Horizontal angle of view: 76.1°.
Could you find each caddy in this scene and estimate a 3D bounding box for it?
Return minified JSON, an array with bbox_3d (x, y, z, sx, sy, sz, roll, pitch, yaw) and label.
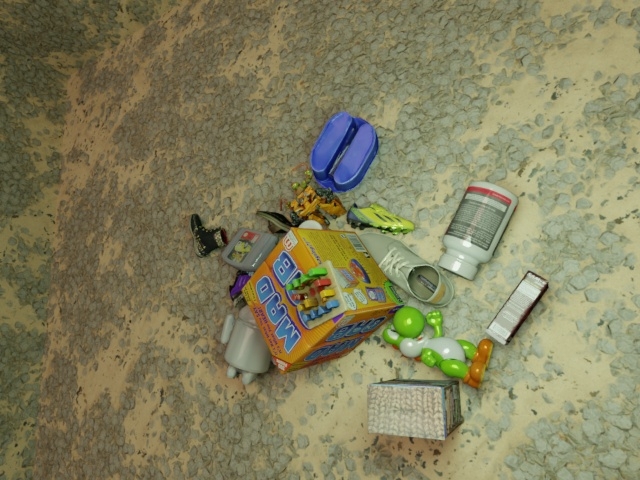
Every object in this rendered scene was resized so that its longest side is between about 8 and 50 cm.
[{"bbox_3d":[0.102,-0.372,1.740,0.241,0.179,0.342,30,93,7],"label":"caddy"}]

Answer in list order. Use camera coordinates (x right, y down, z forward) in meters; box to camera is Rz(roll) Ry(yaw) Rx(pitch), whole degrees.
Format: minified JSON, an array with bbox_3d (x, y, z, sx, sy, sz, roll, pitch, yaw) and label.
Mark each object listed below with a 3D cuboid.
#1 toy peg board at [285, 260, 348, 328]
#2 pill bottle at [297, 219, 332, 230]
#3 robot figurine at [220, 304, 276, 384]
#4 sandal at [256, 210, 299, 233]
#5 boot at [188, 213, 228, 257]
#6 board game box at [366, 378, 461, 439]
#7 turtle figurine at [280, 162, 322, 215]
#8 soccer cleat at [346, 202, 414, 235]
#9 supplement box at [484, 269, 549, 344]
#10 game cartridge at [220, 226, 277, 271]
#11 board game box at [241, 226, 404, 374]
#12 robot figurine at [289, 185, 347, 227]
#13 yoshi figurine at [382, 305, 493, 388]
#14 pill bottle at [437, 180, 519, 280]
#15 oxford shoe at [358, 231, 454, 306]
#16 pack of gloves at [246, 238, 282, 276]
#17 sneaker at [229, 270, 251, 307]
[{"bbox_3d":[-0.023,0.165,1.221,0.161,0.079,0.161,-35,66,35],"label":"toy peg board"},{"bbox_3d":[0.000,0.000,1.670,0.121,0.216,0.121,-7,74,26],"label":"pill bottle"},{"bbox_3d":[-0.281,0.415,1.725,0.299,0.200,0.354,19,86,8],"label":"robot figurine"},{"bbox_3d":[-0.186,-0.060,1.852,0.302,0.120,0.086,32,107,31],"label":"sandal"},{"bbox_3d":[-0.565,-0.047,2.070,0.178,0.085,0.237,-21,74,20],"label":"boot"},{"bbox_3d":[0.310,0.531,1.320,0.231,0.291,0.141,-8,73,27],"label":"board game box"},{"bbox_3d":[-0.072,-0.191,1.837,0.217,0.087,0.270,48,122,25],"label":"turtle figurine"},{"bbox_3d":[0.238,-0.095,1.640,0.289,0.093,0.121,10,76,30],"label":"soccer cleat"},{"bbox_3d":[0.635,0.220,1.318,0.073,0.130,0.240,37,95,31],"label":"supplement box"},{"bbox_3d":[-0.337,0.042,1.867,0.294,0.060,0.196,12,67,48],"label":"game cartridge"},{"bbox_3d":[0.003,0.206,1.486,0.356,0.356,0.357,-48,59,29],"label":"board game box"},{"bbox_3d":[-0.013,-0.128,1.667,0.211,0.291,0.085,-41,62,12],"label":"robot figurine"},{"bbox_3d":[0.383,0.335,1.384,0.361,0.203,0.203,15,82,29],"label":"yoshi figurine"},{"bbox_3d":[0.532,-0.029,1.411,0.176,0.176,0.319,26,90,31],"label":"pill bottle"},{"bbox_3d":[0.294,0.092,1.540,0.449,0.130,0.169,35,98,33],"label":"oxford shoe"},{"bbox_3d":[-0.229,0.061,1.814,0.194,0.046,0.232,-5,44,28],"label":"pack of gloves"},{"bbox_3d":[-0.315,0.169,1.865,0.293,0.102,0.146,-40,61,14],"label":"sneaker"}]
